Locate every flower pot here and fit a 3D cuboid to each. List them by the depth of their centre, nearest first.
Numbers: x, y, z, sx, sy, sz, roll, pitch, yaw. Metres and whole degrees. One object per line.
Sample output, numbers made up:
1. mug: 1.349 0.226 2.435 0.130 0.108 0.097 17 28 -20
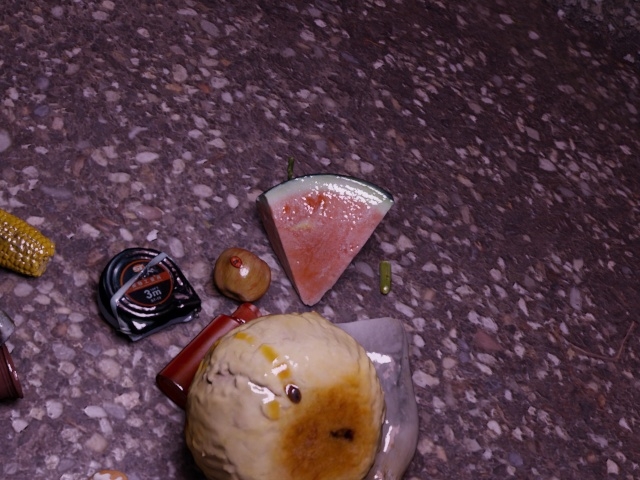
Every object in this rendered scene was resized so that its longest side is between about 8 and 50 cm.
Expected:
1. flower pot: -0.606 0.254 1.784 0.089 0.111 0.111 -19 64 -16

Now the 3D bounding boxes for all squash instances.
1. squash: 0.150 0.089 2.246 0.027 0.027 0.083 12 54 -14

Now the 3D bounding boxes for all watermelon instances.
1. watermelon: 0.008 -0.038 2.140 0.282 0.250 0.293 3 54 -17

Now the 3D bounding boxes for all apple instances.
1. apple: -0.168 0.076 2.074 0.126 0.126 0.102 26 75 -2

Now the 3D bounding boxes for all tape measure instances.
1. tape measure: -0.361 0.105 1.979 0.182 0.107 0.181 -19 68 -32

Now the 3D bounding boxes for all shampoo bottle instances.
1. shampoo bottle: -0.215 0.226 1.976 0.102 0.064 0.260 38 51 7

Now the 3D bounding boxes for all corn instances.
1. corn: -0.682 -0.030 1.947 0.317 0.115 0.115 26 51 -3

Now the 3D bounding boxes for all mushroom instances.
1. mushroom: 0.117 0.352 1.984 0.177 0.126 0.397 -3 57 -12

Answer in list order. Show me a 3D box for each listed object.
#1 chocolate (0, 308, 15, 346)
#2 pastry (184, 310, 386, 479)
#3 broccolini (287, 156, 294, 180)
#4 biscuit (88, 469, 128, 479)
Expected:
1. chocolate: -0.694 0.176 1.797 0.248 0.110 0.110 -8 59 -27
2. pastry: -0.074 0.313 1.799 0.388 0.312 0.389 -4 99 -30
3. broccolini: -0.069 -0.146 2.332 0.035 0.030 0.140 22 46 -18
4. biscuit: -0.383 0.549 1.648 0.215 0.047 0.340 19 48 18
